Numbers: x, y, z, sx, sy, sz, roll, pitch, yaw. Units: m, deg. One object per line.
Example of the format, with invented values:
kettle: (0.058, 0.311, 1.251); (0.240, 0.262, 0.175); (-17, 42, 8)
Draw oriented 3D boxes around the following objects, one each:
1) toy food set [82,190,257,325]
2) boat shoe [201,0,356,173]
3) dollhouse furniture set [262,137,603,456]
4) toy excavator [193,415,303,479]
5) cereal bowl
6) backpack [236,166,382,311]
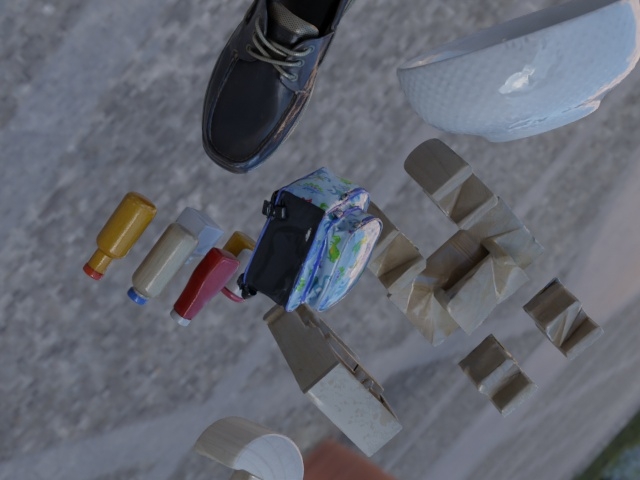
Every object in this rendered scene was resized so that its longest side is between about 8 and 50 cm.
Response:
toy food set: (-0.155, 0.033, 1.536); (0.104, 0.111, 0.232); (-53, 150, 11)
boat shoe: (-0.049, -0.253, 1.645); (0.130, 0.132, 0.355); (81, 33, -84)
dollhouse furniture set: (0.139, 0.092, 2.007); (0.394, 0.362, 0.256); (-42, -154, 3)
toy excavator: (-0.233, 0.432, 1.562); (0.445, 0.222, 0.432); (1, 100, -46)
cereal bowl: (0.283, -0.224, 1.822); (0.339, 0.141, 0.339); (-19, -171, 3)
backpack: (0.000, 0.000, 1.108); (0.114, 0.084, 0.105); (-41, 156, -58)
